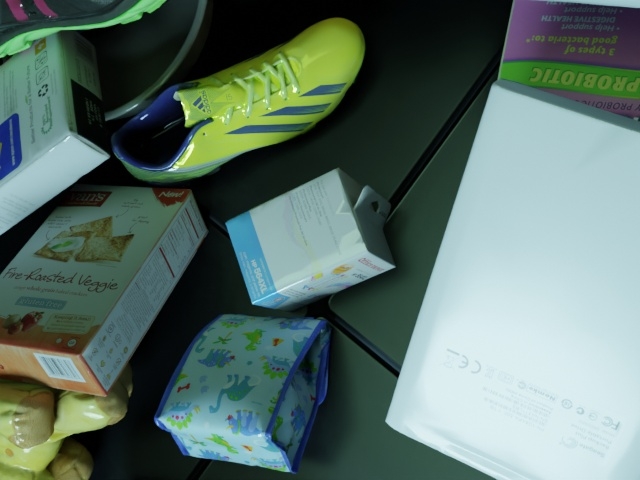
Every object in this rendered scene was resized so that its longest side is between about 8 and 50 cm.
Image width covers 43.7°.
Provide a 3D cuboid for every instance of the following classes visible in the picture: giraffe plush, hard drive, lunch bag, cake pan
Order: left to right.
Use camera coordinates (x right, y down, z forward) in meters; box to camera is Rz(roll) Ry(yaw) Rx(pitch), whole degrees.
[{"bbox_3d":[-0.298,0.213,0.830,0.210,0.181,0.170,-4,103,-9],"label":"giraffe plush"},{"bbox_3d":[-0.251,-0.272,0.958,0.293,0.054,0.293,-5,78,21],"label":"cake pan"},{"bbox_3d":[-0.067,0.138,0.781,0.129,0.096,0.151,2,51,22],"label":"lunch bag"},{"bbox_3d":[0.190,0.058,0.631,0.210,0.040,0.318,23,117,18],"label":"hard drive"}]

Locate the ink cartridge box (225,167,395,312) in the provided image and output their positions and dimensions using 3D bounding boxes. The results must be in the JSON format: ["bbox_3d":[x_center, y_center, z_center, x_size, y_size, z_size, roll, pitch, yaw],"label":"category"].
[{"bbox_3d":[0.000,0.000,0.780,0.143,0.092,0.089,-24,72,17],"label":"ink cartridge box"}]

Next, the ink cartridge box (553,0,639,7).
[{"bbox_3d":[0.285,-0.297,0.652,0.330,0.071,0.324,14,51,24],"label":"ink cartridge box"}]

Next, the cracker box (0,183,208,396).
[{"bbox_3d":[-0.237,0.039,0.818,0.156,0.067,0.232,4,44,23],"label":"cracker box"}]

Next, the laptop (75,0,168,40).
[{"bbox_3d":[-0.298,-0.375,0.891,0.234,0.264,0.136,-20,36,17],"label":"laptop"}]

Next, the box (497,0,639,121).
[{"bbox_3d":[0.265,-0.112,0.682,0.214,0.117,0.242,10,84,23],"label":"box"}]

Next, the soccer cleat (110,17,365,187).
[{"bbox_3d":[-0.086,-0.142,0.827,0.289,0.121,0.093,-28,71,15],"label":"soccer cleat"}]

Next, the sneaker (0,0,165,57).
[{"bbox_3d":[-0.282,-0.285,0.723,0.483,0.202,0.185,-14,79,36],"label":"sneaker"}]

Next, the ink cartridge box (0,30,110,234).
[{"bbox_3d":[-0.397,-0.076,0.898,0.371,0.069,0.175,-29,55,18],"label":"ink cartridge box"}]
